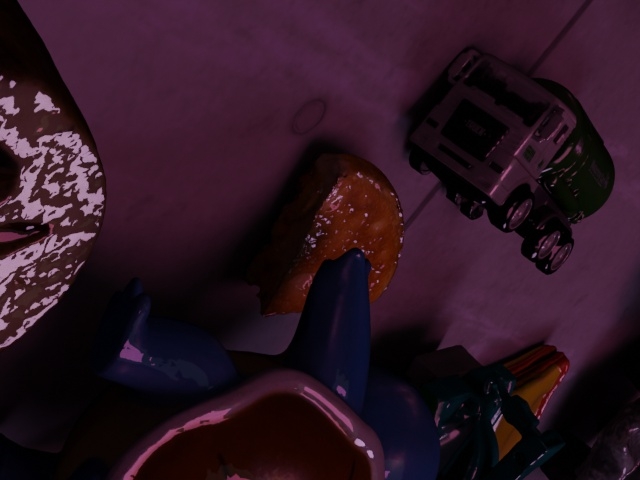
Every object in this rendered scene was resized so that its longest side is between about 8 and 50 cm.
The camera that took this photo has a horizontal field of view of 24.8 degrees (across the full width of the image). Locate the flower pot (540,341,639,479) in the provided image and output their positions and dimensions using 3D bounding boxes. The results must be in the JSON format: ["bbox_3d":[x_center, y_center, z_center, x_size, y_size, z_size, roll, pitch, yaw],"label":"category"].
[{"bbox_3d":[0.433,0.287,1.789,0.299,0.283,0.299,-30,149,-20],"label":"flower pot"}]

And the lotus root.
[{"bbox_3d":[-0.183,-0.048,0.687,0.138,0.119,0.235,-34,148,-16],"label":"lotus root"}]

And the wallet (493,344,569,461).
[{"bbox_3d":[0.187,0.227,1.602,0.141,0.067,0.241,-19,142,-43],"label":"wallet"}]

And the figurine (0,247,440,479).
[{"bbox_3d":[-0.072,0.144,0.979,0.298,0.243,0.416,-55,166,25],"label":"figurine"}]

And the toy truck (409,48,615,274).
[{"bbox_3d":[0.164,-0.062,1.155,0.125,0.101,0.242,-52,154,3],"label":"toy truck"}]

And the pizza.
[{"bbox_3d":[0.000,-0.001,1.070,0.134,0.046,0.175,-30,145,-19],"label":"pizza"}]

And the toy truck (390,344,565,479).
[{"bbox_3d":[0.064,0.247,1.352,0.177,0.178,0.363,-6,136,-50],"label":"toy truck"}]
